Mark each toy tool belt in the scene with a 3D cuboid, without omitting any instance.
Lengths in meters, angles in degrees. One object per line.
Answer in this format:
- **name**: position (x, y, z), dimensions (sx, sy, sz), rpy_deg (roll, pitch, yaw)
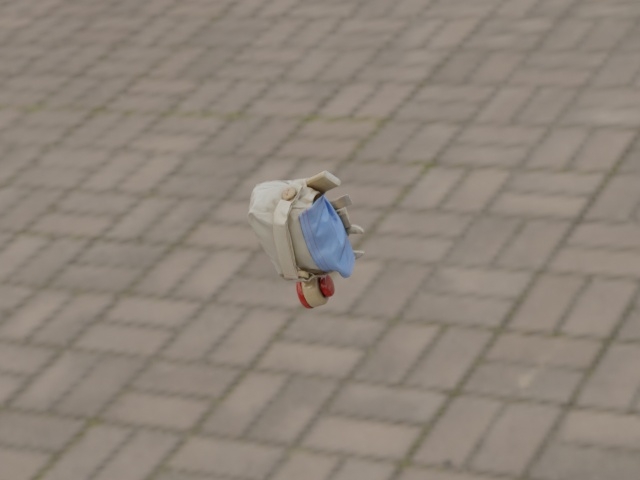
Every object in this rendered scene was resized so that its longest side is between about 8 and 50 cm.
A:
- **toy tool belt**: position (0.000, 0.000, 0.908), dimensions (0.051, 0.083, 0.052), rpy_deg (-15, 38, 20)
